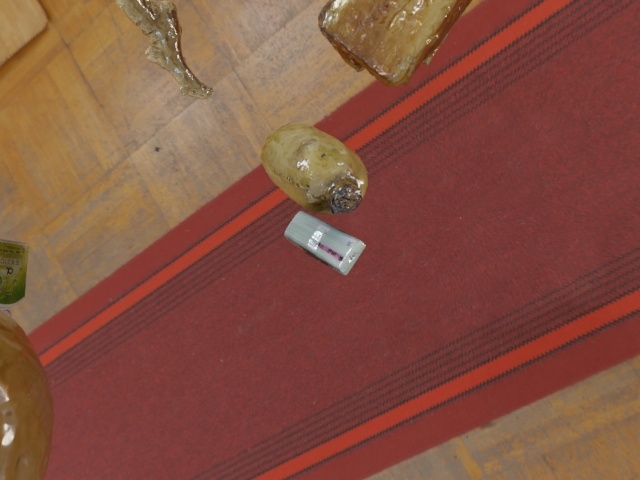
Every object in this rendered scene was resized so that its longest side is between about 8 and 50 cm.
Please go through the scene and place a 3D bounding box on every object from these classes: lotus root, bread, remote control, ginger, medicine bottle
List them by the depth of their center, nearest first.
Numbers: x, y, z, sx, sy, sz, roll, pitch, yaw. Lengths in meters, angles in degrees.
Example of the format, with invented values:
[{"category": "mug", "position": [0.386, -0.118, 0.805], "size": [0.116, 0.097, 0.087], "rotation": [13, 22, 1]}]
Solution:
[{"category": "bread", "position": [0.152, -0.414, 0.682], "size": [0.195, 0.149, 0.344], "rotation": [39, 110, 2]}, {"category": "remote control", "position": [0.000, 0.000, 0.754], "size": [0.166, 0.029, 0.065], "rotation": [30, 84, 47]}, {"category": "lotus root", "position": [-0.011, -0.133, 0.832], "size": [0.284, 0.160, 0.146], "rotation": [49, 130, 49]}, {"category": "medicine bottle", "position": [-0.694, 0.091, 0.929], "size": [0.088, 0.132, 0.188], "rotation": [0, 84, 1]}, {"category": "ginger", "position": [-0.394, -0.508, 1.142], "size": [0.081, 0.147, 0.333], "rotation": [0, 134, 28]}]

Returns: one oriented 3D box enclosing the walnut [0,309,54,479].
[{"category": "walnut", "position": [-0.547, 0.265, 0.570], "size": [0.354, 0.308, 0.397], "rotation": [7, 97, -19]}]
